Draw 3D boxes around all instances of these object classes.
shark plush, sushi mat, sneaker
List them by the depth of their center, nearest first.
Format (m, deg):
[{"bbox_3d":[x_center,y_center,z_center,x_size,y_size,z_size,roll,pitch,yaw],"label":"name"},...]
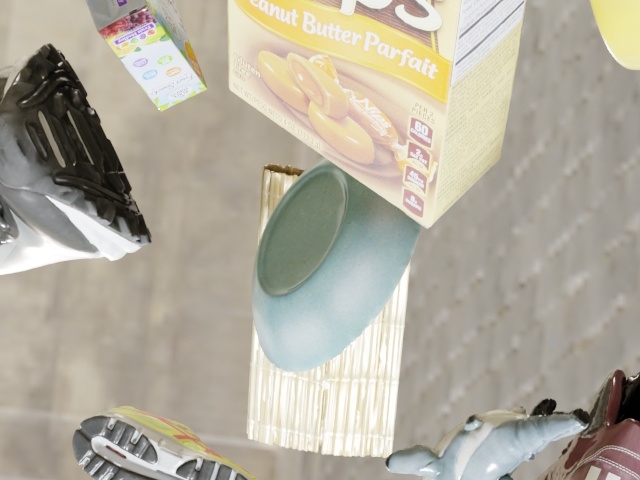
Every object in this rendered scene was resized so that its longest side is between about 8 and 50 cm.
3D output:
[{"bbox_3d":[-0.147,-0.023,0.954,0.271,0.108,0.100,159,87,-82],"label":"sneaker"},{"bbox_3d":[0.118,0.141,1.246,0.161,0.073,0.067,-32,66,34],"label":"shark plush"},{"bbox_3d":[0.246,0.185,1.664,0.281,0.106,0.162,67,-132,-87],"label":"sneaker"},{"bbox_3d":[-0.115,0.206,1.775,0.081,0.208,0.094,-56,-2,14],"label":"sneaker"},{"bbox_3d":[0.008,0.074,1.947,0.019,0.151,0.316,-73,-11,-60],"label":"sushi mat"}]

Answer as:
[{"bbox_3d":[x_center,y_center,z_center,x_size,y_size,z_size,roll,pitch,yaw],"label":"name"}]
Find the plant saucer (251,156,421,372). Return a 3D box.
[{"bbox_3d":[0.000,0.000,1.455,0.195,0.037,0.195,-39,35,35],"label":"plant saucer"}]

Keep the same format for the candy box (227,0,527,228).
[{"bbox_3d":[0.033,-0.168,1.235,0.087,0.183,0.316,-44,-23,-26],"label":"candy box"}]

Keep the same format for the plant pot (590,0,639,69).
[{"bbox_3d":[0.323,-0.251,1.390,0.254,0.239,0.254,-1,-90,-67],"label":"plant pot"}]

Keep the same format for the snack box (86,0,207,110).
[{"bbox_3d":[-0.120,-0.161,1.203,0.100,0.037,0.141,51,-165,-59],"label":"snack box"}]
